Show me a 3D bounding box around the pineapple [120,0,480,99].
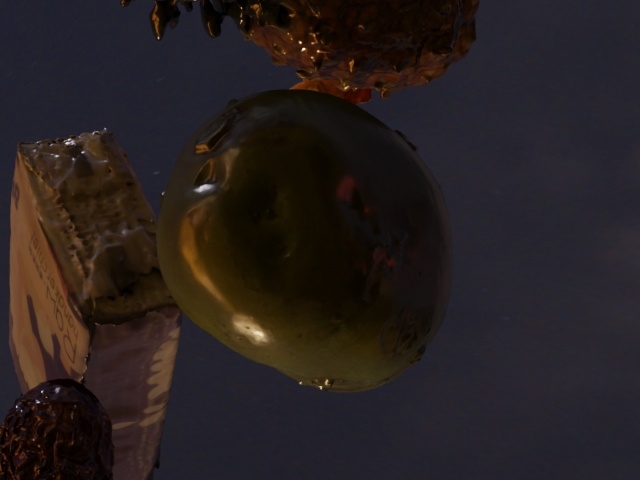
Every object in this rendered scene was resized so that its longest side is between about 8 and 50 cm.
[{"bbox_3d":[-0.028,-0.189,0.889,0.278,0.158,0.158,9,-93,-36],"label":"pineapple"}]

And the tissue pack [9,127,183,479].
[{"bbox_3d":[-0.236,0.085,1.349,0.125,0.344,0.242,-12,-127,-22],"label":"tissue pack"}]

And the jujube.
[{"bbox_3d":[-0.208,0.183,1.038,0.104,0.166,0.104,-8,-45,-8],"label":"jujube"}]

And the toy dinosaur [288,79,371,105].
[{"bbox_3d":[0.013,-0.204,1.257,0.117,0.070,0.288,-6,-88,-9],"label":"toy dinosaur"}]

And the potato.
[{"bbox_3d":[0.000,0.000,0.796,0.148,0.253,0.186,-42,-97,20],"label":"potato"}]
